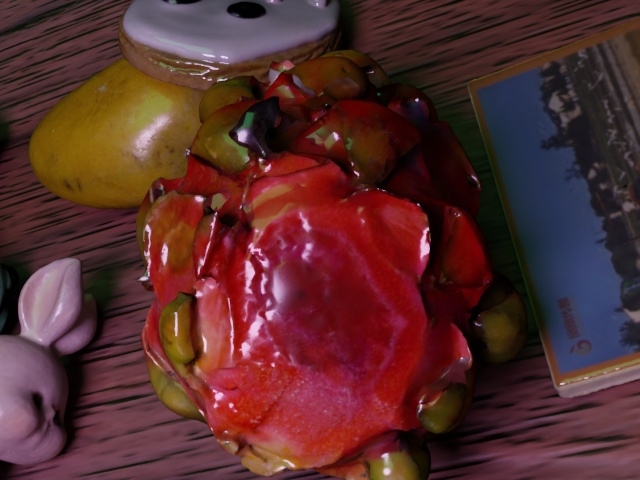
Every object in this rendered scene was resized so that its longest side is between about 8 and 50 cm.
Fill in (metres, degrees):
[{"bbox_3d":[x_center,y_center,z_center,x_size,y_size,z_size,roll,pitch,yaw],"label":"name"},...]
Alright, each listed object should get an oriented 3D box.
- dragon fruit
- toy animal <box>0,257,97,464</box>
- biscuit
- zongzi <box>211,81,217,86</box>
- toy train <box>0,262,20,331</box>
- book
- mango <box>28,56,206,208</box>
[{"bbox_3d":[0.008,-0.002,0.624,0.243,0.227,0.307,-16,46,62],"label":"dragon fruit"},{"bbox_3d":[-0.228,0.114,0.744,0.212,0.124,0.124,-45,50,-13],"label":"toy animal"},{"bbox_3d":[-0.072,-0.184,0.825,0.181,0.049,0.208,8,33,7],"label":"biscuit"},{"bbox_3d":[-0.073,-0.039,0.751,0.055,0.119,0.109,5,63,25],"label":"zongzi"},{"bbox_3d":[-0.402,0.006,0.888,0.237,0.150,0.369,-34,50,15],"label":"toy train"},{"bbox_3d":[0.295,-0.070,0.635,0.374,0.028,0.262,-20,53,15],"label":"book"},{"bbox_3d":[-0.161,-0.091,0.849,0.195,0.098,0.137,-7,60,32],"label":"mango"}]
